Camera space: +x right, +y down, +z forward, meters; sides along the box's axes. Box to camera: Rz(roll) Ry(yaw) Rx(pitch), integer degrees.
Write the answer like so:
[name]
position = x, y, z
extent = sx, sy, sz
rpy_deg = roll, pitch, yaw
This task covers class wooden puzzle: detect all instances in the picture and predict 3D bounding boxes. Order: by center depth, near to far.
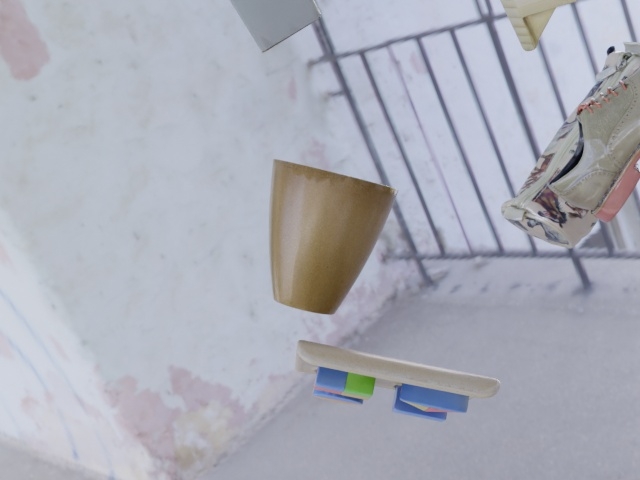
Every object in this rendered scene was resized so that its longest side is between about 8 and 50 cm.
[wooden puzzle]
position = 0.112, 0.248, 1.520
extent = 0.322, 0.081, 0.348
rpy_deg = 11, -11, 1

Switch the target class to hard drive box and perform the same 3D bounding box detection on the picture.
[hard drive box]
position = -0.106, -0.372, 1.075
extent = 0.089, 0.232, 0.181
rpy_deg = -31, 37, 6

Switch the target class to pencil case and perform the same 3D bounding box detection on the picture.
[pencil case]
position = 0.512, -0.172, 1.699
extent = 0.410, 0.183, 0.160
rpy_deg = -55, 32, -2

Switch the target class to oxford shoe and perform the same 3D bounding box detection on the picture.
[oxford shoe]
position = 0.478, -0.204, 1.407
extent = 0.130, 0.348, 0.123
rpy_deg = 24, 16, 5

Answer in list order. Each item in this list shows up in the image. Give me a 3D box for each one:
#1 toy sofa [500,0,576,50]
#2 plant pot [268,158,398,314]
[toy sofa]
position = 0.349, -0.345, 0.919
extent = 0.362, 0.177, 0.150
rpy_deg = -9, 43, 37
[plant pot]
position = 0.000, 0.000, 1.641
extent = 0.237, 0.255, 0.237
rpy_deg = 13, 2, 0
